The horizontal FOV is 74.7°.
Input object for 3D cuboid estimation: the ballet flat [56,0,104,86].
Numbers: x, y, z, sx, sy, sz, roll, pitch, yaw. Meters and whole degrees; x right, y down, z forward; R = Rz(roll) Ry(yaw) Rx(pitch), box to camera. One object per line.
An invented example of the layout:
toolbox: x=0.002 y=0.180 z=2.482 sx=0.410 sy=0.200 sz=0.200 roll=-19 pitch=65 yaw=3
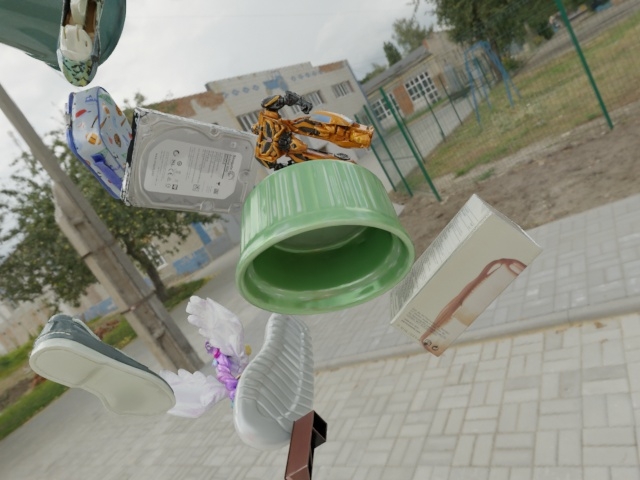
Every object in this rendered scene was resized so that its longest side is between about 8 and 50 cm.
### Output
ballet flat: x=-0.395 y=-0.351 z=0.681 sx=0.070 sy=0.189 sz=0.070 roll=3 pitch=-1 yaw=0

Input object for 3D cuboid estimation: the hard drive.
hard drive: x=-0.326 y=-0.192 z=1.105 sx=0.338 sy=0.237 sz=0.064 roll=3 pitch=22 yaw=-41

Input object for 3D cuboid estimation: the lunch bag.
lunch bag: x=-0.619 y=-0.274 z=1.215 sx=0.114 sy=0.243 sz=0.303 roll=-14 pitch=-26 yaw=-2

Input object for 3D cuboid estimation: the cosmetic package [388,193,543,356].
cosmetic package: x=0.279 y=0.070 z=0.859 sx=0.296 sy=0.129 sz=0.153 roll=-54 pitch=4 yaw=22

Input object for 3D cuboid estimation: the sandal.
sandal: x=-0.097 y=0.311 z=0.941 sx=0.102 sy=0.169 sz=0.416 roll=-52 pitch=6 yaw=22

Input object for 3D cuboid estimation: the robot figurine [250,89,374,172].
robot figurine: x=-0.030 y=-0.230 z=0.996 sx=0.290 sy=0.211 sz=0.085 roll=14 pitch=31 yaw=4

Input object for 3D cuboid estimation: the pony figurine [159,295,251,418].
pony figurine: x=-0.238 y=0.349 z=1.144 sx=0.363 sy=0.350 sz=0.303 roll=54 pitch=-123 yaw=-72

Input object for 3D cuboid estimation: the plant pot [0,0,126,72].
plant pot: x=-0.677 y=-0.569 z=0.908 sx=0.341 sy=0.341 sz=0.334 roll=-27 pitch=3 yaw=18

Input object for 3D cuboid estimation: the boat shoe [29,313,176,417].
boat shoe: x=-0.401 y=0.248 z=0.817 sx=0.116 sy=0.319 sz=0.099 roll=-34 pitch=42 yaw=4

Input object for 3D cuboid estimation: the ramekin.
ramekin: x=0.000 y=0.000 z=0.740 sx=0.303 sy=0.303 sz=0.148 roll=-27 pitch=54 yaw=22

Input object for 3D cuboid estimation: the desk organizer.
desk organizer: x=-0.023 y=0.367 z=0.736 sx=0.050 sy=0.047 sz=0.130 roll=-38 pitch=13 yaw=15
